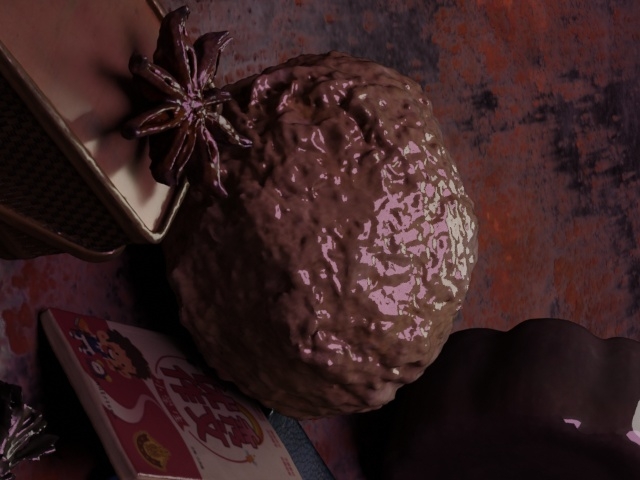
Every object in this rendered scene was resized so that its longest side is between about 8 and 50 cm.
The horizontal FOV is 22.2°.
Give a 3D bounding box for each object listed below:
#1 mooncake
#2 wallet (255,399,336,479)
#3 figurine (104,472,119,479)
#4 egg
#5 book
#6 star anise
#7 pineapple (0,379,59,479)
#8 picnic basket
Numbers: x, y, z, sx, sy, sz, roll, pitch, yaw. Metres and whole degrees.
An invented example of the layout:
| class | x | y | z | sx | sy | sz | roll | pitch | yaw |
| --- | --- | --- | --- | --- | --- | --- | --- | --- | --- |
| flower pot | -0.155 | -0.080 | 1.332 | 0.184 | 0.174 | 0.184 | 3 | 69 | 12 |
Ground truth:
| class | x | y | z | sx | sy | sz | roll | pitch | yaw |
| --- | --- | --- | --- | --- | --- | --- | --- | --- | --- |
| mooncake | 0.218 | 0.207 | 1.645 | 0.306 | 0.306 | 0.154 | 58 | 32 | -36 |
| wallet | -0.006 | 0.316 | 1.496 | 0.379 | 0.046 | 0.190 | 58 | 41 | -37 |
| figurine | -0.128 | 0.224 | 1.281 | 0.114 | 0.079 | 0.114 | 2 | 87 | -32 |
| egg | 0.000 | 0.000 | 1.361 | 0.279 | 0.279 | 0.310 | -29 | 113 | -56 |
| book | -0.112 | 0.135 | 1.295 | 0.232 | 0.022 | 0.162 | 19 | 34 | -55 |
| star anise | -0.100 | -0.094 | 1.144 | 0.141 | 0.042 | 0.141 | 10 | 78 | -60 |
| pineapple | -0.237 | 0.206 | 1.085 | 0.125 | 0.125 | 0.251 | 49 | 40 | -43 |
| picnic basket | -0.204 | -0.119 | 1.155 | 0.266 | 0.139 | 0.165 | 55 | 41 | -38 |
